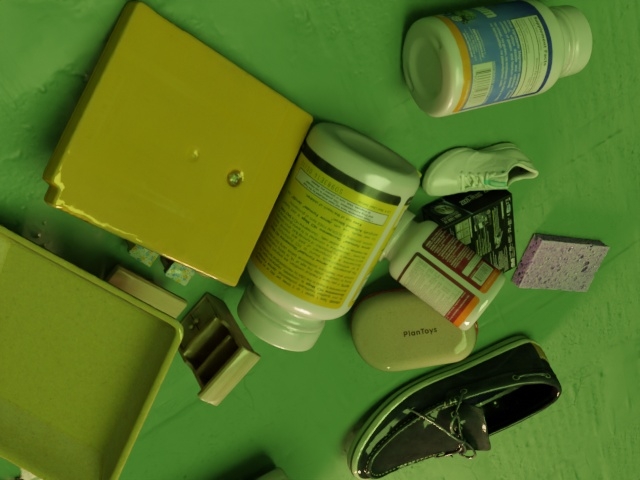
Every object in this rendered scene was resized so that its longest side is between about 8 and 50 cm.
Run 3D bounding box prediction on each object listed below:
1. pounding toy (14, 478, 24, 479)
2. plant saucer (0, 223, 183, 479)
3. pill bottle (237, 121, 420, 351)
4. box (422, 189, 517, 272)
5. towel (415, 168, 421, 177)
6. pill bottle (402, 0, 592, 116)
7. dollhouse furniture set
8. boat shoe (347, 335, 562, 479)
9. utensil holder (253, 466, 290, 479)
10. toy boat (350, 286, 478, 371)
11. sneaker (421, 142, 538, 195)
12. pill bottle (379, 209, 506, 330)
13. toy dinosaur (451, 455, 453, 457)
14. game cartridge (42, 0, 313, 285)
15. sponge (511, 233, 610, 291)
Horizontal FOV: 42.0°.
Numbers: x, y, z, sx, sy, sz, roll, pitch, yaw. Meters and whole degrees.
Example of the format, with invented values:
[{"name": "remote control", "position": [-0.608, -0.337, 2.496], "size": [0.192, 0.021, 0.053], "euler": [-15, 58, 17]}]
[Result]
[{"name": "pounding toy", "position": [-0.526, 0.536, 1.411], "size": [0.154, 0.154, 0.270], "euler": [8, 98, -34]}, {"name": "plant saucer", "position": [-0.381, 0.164, 1.179], "size": [0.332, 0.081, 0.333], "euler": [28, 110, 3]}, {"name": "pill bottle", "position": [0.000, 0.000, 1.307], "size": [0.188, 0.188, 0.334], "euler": [14, 113, -36]}, {"name": "box", "position": [0.278, -0.005, 1.541], "size": [0.147, 0.077, 0.180], "euler": [-26, 131, -12]}, {"name": "towel", "position": [0.067, -0.047, 1.429], "size": [0.102, 0.021, 0.237], "euler": [30, 104, -35]}, {"name": "pill bottle", "position": [0.278, -0.290, 1.294], "size": [0.272, 0.152, 0.152], "euler": [-16, 128, -21]}, {"name": "dollhouse furniture set", "position": [-0.233, 0.127, 1.275], "size": [0.212, 0.161, 0.242], "euler": [-48, 132, 8]}, {"name": "boat shoe", "position": [0.288, 0.374, 1.762], "size": [0.500, 0.156, 0.187], "euler": [-25, 132, -12]}, {"name": "utensil holder", "position": [-0.169, 0.664, 1.581], "size": [0.385, 0.327, 0.328], "euler": [-27, 131, -13]}, {"name": "toy boat", "position": [0.171, 0.153, 1.554], "size": [0.231, 0.151, 0.151], "euler": [-9, 96, 5]}, {"name": "sneaker", "position": [0.283, -0.116, 1.456], "size": [0.212, 0.094, 0.080], "euler": [-17, 130, -19]}, {"name": "pill bottle", "position": [0.194, 0.043, 1.421], "size": [0.121, 0.221, 0.121], "euler": [-50, 170, -12]}, {"name": "toy dinosaur", "position": [0.302, 0.453, 1.916], "size": [0.082, 0.047, 0.090], "euler": [-65, 162, 10]}, {"name": "game cartridge", "position": [-0.188, -0.121, 1.149], "size": [0.323, 0.052, 0.285], "euler": [29, 84, -38]}, {"name": "sponge", "position": [0.503, 0.049, 1.743], "size": [0.210, 0.031, 0.117], "euler": [5, 118, -33]}]
